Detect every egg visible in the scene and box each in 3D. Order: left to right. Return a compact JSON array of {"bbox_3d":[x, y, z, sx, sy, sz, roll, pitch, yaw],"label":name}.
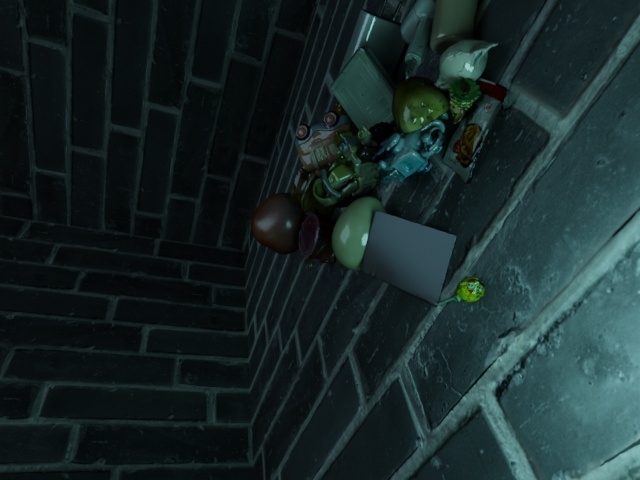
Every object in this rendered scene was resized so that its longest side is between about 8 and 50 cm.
[{"bbox_3d":[0.138,-0.023,1.438,0.188,0.188,0.254,-140,65,-68],"label":"egg"}]

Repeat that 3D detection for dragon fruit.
[{"bbox_3d":[0.000,0.000,1.921,0.211,0.147,0.282,-21,64,57],"label":"dragon fruit"}]

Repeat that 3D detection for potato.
[{"bbox_3d":[0.269,-0.407,1.226,0.160,0.111,0.272,-26,23,17],"label":"potato"}]

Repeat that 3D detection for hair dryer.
[{"bbox_3d":[0.287,-0.590,1.275,0.357,0.107,0.173,-68,10,-27],"label":"hair dryer"}]

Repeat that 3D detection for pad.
[{"bbox_3d":[0.239,0.042,1.235,0.299,0.005,0.202,23,104,48],"label":"pad"}]

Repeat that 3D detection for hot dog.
[{"bbox_3d":[0.092,-0.525,1.988,0.115,0.072,0.269,132,143,-70],"label":"hot dog"}]

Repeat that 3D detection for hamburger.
[{"bbox_3d":[-0.027,-0.237,1.979,0.132,0.211,0.309,-121,45,-55],"label":"hamburger"}]

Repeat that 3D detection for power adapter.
[{"bbox_3d":[0.214,-0.739,1.557,0.124,0.187,0.255,-109,33,-52],"label":"power adapter"}]

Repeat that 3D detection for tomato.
[{"bbox_3d":[-0.188,-0.095,2.226,0.321,0.321,0.322,-171,90,-71],"label":"tomato"}]

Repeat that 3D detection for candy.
[{"bbox_3d":[0.331,0.134,1.045,0.194,0.062,0.058,120,156,-67],"label":"candy"}]

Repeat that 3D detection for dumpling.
[{"bbox_3d":[0.370,-0.462,1.102,0.127,0.108,0.188,-53,13,-29],"label":"dumpling"}]

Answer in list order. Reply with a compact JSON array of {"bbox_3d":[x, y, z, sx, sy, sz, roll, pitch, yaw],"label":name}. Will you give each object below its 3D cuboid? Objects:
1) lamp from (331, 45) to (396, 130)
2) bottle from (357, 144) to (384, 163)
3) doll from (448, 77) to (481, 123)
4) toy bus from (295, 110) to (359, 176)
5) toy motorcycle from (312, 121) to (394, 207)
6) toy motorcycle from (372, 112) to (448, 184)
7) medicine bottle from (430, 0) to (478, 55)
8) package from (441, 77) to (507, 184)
[{"bbox_3d":[0.170,-0.517,1.547,0.269,0.047,0.266,53,154,-2],"label":"lamp"},{"bbox_3d":[0.201,-0.273,1.409,0.060,0.164,0.060,-171,90,-70],"label":"bottle"},{"bbox_3d":[0.367,-0.355,1.092,0.113,0.076,0.078,49,-142,-63],"label":"doll"},{"bbox_3d":[0.039,-0.387,1.792,0.287,0.194,0.232,-16,80,23],"label":"toy bus"},{"bbox_3d":[0.109,-0.259,1.575,0.169,0.236,0.410,55,139,25],"label":"toy motorcycle"},{"bbox_3d":[0.271,-0.277,1.270,0.260,0.154,0.206,-33,27,49],"label":"toy motorcycle"},{"bbox_3d":[0.371,-0.647,1.180,0.114,0.114,0.252,179,100,-70],"label":"medicine bottle"},{"bbox_3d":[0.388,-0.278,1.089,0.154,0.030,0.239,-108,32,-56],"label":"package"}]
